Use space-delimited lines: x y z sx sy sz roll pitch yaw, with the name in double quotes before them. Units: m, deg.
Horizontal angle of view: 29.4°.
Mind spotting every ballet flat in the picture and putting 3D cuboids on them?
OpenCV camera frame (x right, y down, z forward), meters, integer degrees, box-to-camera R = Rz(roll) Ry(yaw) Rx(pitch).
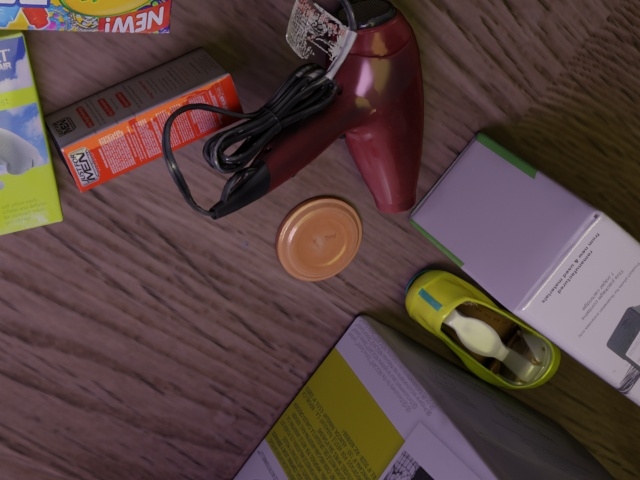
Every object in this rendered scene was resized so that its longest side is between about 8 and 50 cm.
"ballet flat" 0.174 0.104 1.206 0.231 0.077 0.077 33 95 -35

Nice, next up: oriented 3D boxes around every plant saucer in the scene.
"plant saucer" 0.000 0.000 1.108 0.084 0.013 0.083 -12 120 -21

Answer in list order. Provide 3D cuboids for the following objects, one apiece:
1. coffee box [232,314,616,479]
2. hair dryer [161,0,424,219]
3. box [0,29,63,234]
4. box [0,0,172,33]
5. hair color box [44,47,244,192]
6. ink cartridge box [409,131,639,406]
"coffee box" 0.118 0.336 1.142 0.338 0.338 0.334 31 100 -34
"hair dryer" -0.004 -0.100 0.990 0.293 0.080 0.223 29 90 -48
"box" -0.263 -0.087 0.917 0.109 0.042 0.178 -14 121 -14
"box" -0.240 -0.287 0.746 0.290 0.177 0.279 -3 118 -24
"hair color box" -0.139 -0.096 0.956 0.141 0.072 0.043 -25 123 -11
"ink cartridge box" 0.243 0.042 1.133 0.273 0.198 0.114 35 96 -35
